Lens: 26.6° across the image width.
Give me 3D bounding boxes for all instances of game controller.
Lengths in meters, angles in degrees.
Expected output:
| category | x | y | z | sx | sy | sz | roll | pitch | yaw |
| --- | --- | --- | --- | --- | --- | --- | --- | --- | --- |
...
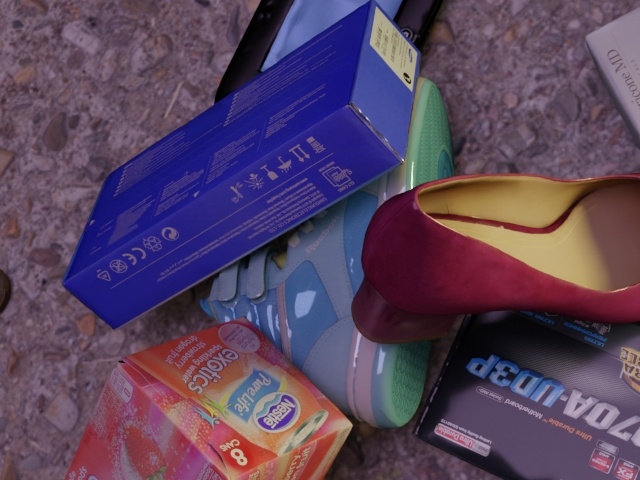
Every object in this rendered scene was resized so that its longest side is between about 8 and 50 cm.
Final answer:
| category | x | y | z | sx | sy | sz | roll | pitch | yaw |
| --- | --- | --- | --- | --- | --- | --- | --- | --- | --- |
| game controller | 0.025 | -0.220 | 1.314 | 0.166 | 0.067 | 0.319 | 24 | 85 | 25 |

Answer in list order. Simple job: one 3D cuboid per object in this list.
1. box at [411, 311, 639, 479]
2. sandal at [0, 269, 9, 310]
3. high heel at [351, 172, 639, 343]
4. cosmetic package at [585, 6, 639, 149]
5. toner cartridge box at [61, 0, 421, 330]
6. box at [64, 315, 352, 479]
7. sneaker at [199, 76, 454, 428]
| category | x | y | z | sx | sy | sz | roll | pitch | yaw |
| --- | --- | --- | --- | --- | --- | --- | --- | --- | --- |
| box | 0.213 | 0.134 | 1.153 | 0.220 | 0.051 | 0.175 | 23 | 84 | 24 |
| sandal | -0.398 | 0.092 | 1.395 | 0.180 | 0.049 | 0.072 | -45 | 65 | 4 |
| high heel | 0.209 | -0.011 | 1.052 | 0.377 | 0.181 | 0.127 | -17 | 66 | -19 |
| cosmetic package | 0.360 | -0.172 | 1.167 | 0.231 | 0.085 | 0.117 | -28 | 67 | 10 |
| toner cartridge box | -0.072 | -0.062 | 1.206 | 0.348 | 0.075 | 0.165 | -29 | 29 | 31 |
| box | -0.121 | 0.229 | 1.126 | 0.142 | 0.154 | 0.300 | 43 | 124 | 25 |
| sneaker | 0.000 | 0.000 | 1.201 | 0.208 | 0.127 | 0.319 | 2 | 68 | 25 |
